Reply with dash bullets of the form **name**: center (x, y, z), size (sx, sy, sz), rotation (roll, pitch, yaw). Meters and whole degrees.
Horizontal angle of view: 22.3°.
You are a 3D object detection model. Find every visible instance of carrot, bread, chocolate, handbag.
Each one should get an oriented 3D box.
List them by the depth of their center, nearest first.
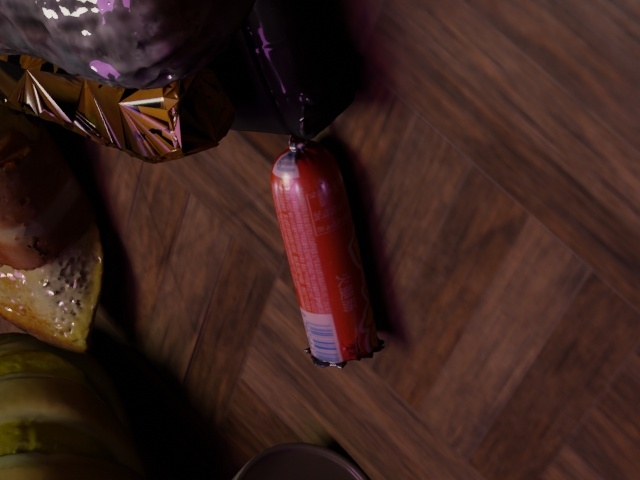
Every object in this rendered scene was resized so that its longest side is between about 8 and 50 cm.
- **chocolate**: center (-0.131, -0.131, 0.759), size (0.248, 0.110, 0.110), rotation (17, 132, 36)
- **carrot**: center (-0.140, -0.091, 0.850), size (0.228, 0.069, 0.069), rotation (19, 133, 37)
- **handbag**: center (-0.102, -0.166, 0.856), size (0.247, 0.080, 0.223), rotation (12, 135, 43)
- **bread**: center (-0.203, 0.237, 1.171), size (0.333, 0.160, 0.333), rotation (-179, 90, -71)

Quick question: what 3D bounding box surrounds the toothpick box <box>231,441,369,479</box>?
- **toothpick box**: center (-0.038, 0.216, 1.073), size (0.111, 0.111, 0.181), rotation (49, 145, 9)

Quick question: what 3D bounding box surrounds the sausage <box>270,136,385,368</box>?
- **sausage**: center (0.000, 0.000, 0.901), size (0.048, 0.050, 0.145), rotation (-2, 120, 21)

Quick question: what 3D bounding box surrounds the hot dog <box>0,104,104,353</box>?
- **hot dog**: center (-0.217, -0.039, 1.091), size (0.123, 0.093, 0.261), rotation (10, 142, 36)
